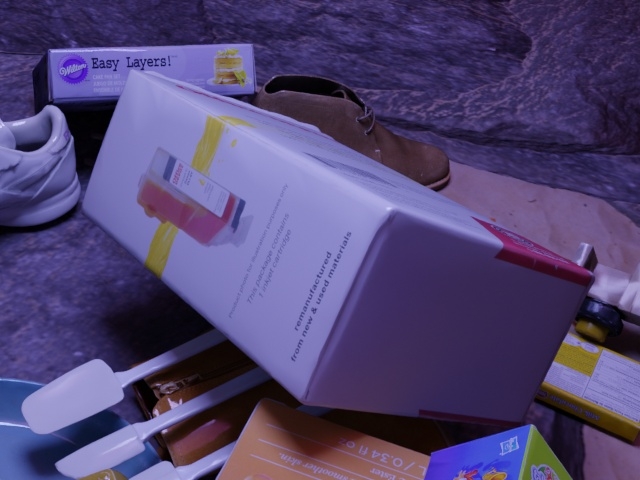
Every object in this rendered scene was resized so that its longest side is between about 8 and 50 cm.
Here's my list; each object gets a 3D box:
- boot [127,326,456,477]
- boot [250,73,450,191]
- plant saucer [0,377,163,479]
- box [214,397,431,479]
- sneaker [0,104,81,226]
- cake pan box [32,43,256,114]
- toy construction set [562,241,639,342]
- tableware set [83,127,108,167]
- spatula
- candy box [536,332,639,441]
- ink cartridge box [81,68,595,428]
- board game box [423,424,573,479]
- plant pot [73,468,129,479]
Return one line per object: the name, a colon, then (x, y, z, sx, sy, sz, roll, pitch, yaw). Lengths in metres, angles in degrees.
boot: (-0.031, 0.176, 0.896, 0.211, 0.104, 0.295, -23, 42, -29)
boot: (0.049, -0.133, 1.281, 0.305, 0.115, 0.112, 8, 33, -25)
plant saucer: (-0.273, 0.228, 0.784, 0.318, 0.043, 0.317, 9, 32, -6)
box: (-0.012, 0.304, 0.660, 0.215, 0.168, 0.345, 17, 38, 10)
sneaker: (-0.405, -0.067, 1.073, 0.305, 0.152, 0.114, -25, 52, -36)
cake pan box: (-0.233, -0.201, 1.265, 0.246, 0.070, 0.267, -3, 4, -19)
toy construction set: (0.405, 0.023, 1.119, 0.237, 0.257, 0.309, 13, 7, 33)
tableware set: (-0.194, -0.114, 1.277, 0.194, 0.039, 0.128, 20, 38, 12)
spatula: (-0.116, 0.141, 0.853, 0.242, 0.019, 0.168, -25, 48, -22)
candy box: (0.252, 0.134, 1.065, 0.206, 0.027, 0.105, 24, 39, 18)
ink cartridge box: (0.000, 0.000, 0.902, 0.279, 0.160, 0.385, 14, 13, -43)
board game box: (0.159, 0.316, 0.578, 0.347, 0.078, 0.233, 54, 35, -17)
plant pot: (-0.161, 0.213, 0.713, 0.081, 0.083, 0.081, -17, 40, -18)
